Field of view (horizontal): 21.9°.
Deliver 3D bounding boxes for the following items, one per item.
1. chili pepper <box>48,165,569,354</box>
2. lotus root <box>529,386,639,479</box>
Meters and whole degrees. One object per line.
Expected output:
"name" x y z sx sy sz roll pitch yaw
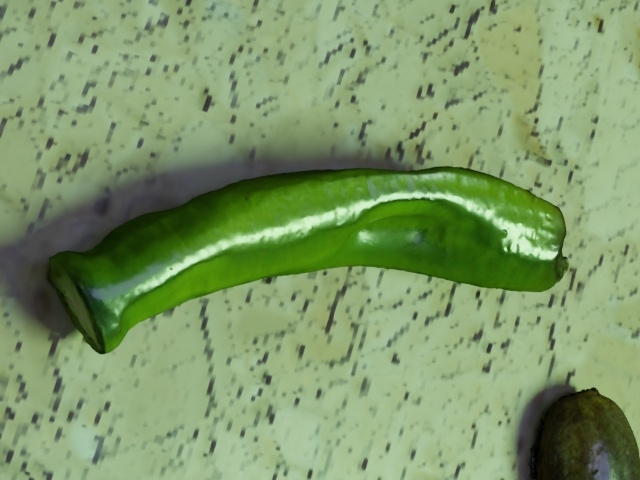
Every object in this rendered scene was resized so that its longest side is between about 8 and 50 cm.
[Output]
"chili pepper" 0.000 0.000 0.593 0.202 0.050 0.052 -8 126 -28
"lotus root" 0.106 0.100 0.653 0.037 0.030 0.083 2 81 -30
